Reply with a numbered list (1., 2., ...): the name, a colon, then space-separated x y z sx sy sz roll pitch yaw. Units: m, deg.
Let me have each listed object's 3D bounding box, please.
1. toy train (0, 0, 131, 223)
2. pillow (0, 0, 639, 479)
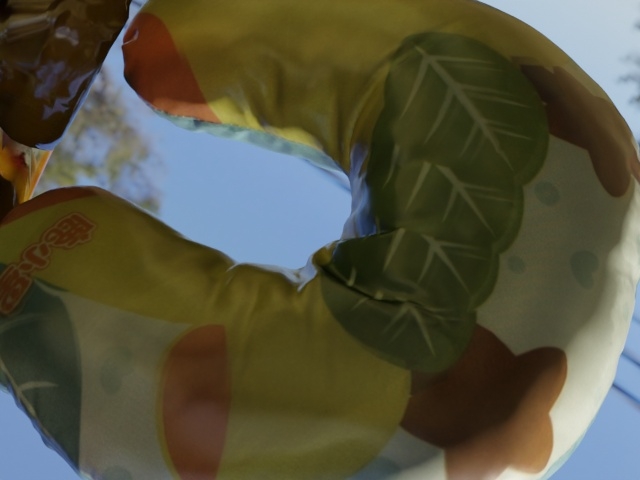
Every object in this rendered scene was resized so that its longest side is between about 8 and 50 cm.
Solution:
1. toy train: -0.182 -0.027 0.572 0.163 0.369 0.231 25 158 -12
2. pillow: 0.000 0.000 0.550 0.214 0.233 0.086 17 146 17
